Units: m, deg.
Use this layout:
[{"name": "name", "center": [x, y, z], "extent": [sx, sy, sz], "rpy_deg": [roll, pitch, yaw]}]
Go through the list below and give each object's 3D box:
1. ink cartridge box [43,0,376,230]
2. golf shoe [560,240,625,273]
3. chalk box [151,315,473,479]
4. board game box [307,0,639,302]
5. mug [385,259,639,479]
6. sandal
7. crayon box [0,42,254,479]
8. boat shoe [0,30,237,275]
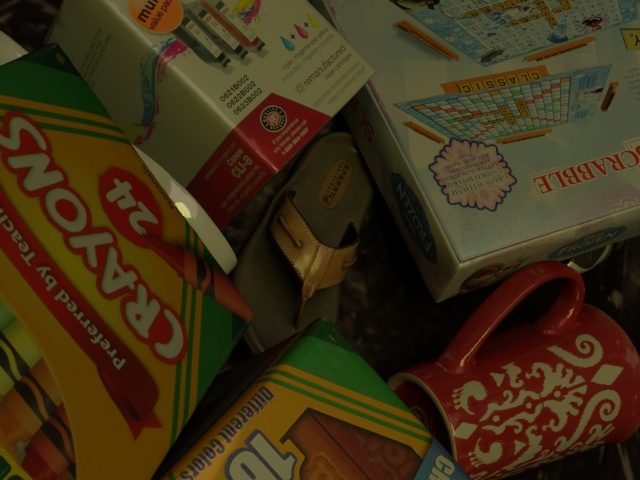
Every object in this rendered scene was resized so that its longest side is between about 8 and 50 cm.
[{"name": "ink cartridge box", "center": [-0.083, -0.118, 0.639], "extent": [0.176, 0.127, 0.128], "rpy_deg": [44, 56, -5]}, {"name": "golf shoe", "center": [0.184, -0.058, 0.793], "extent": [0.094, 0.077, 0.198], "rpy_deg": [-36, 88, -35]}, {"name": "chalk box", "center": [0.008, 0.221, 0.514], "extent": [0.289, 0.179, 0.180], "rpy_deg": [47, 56, -4]}, {"name": "board game box", "center": [0.170, -0.141, 0.748], "extent": [0.319, 0.066, 0.318], "rpy_deg": [-16, 66, -18]}, {"name": "mug", "center": [0.132, 0.102, 0.677], "extent": [0.169, 0.113, 0.150], "rpy_deg": [-13, 85, -28]}, {"name": "sandal", "center": [0.000, 0.000, 0.675], "extent": [0.090, 0.060, 0.219], "rpy_deg": [34, 57, -12]}, {"name": "crayon box", "center": [-0.159, 0.045, 0.419], "extent": [0.202, 0.081, 0.318], "rpy_deg": [55, 25, -13]}, {"name": "boat shoe", "center": [-0.159, -0.039, 0.599], "extent": [0.228, 0.080, 0.076], "rpy_deg": [44, 73, -10]}]
